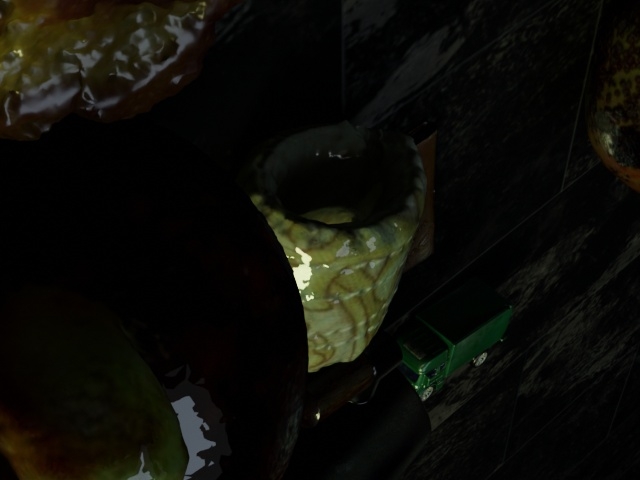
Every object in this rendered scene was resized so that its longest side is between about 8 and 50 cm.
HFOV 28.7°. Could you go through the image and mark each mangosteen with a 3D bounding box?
[{"bbox_3d":[-0.141,0.066,0.652,0.288,0.288,0.288,-35,150,-24],"label":"mangosteen"}]

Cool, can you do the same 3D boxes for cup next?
[{"bbox_3d":[0.008,0.185,1.113,0.177,0.166,0.239,-39,-175,-25],"label":"cup"}]

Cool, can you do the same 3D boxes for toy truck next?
[{"bbox_3d":[0.134,0.112,1.349,0.147,0.065,0.079,-30,145,-32],"label":"toy truck"}]

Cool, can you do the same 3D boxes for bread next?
[{"bbox_3d":[-0.128,-0.150,0.554,0.246,0.135,0.232,2,128,-56],"label":"bread"}]

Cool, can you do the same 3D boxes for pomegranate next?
[{"bbox_3d":[0.393,-0.117,1.128,0.284,0.341,0.285,-3,119,-5],"label":"pomegranate"}]

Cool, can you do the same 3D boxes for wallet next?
[{"bbox_3d":[0.070,-0.023,1.126,0.095,0.026,0.176,-34,149,-22],"label":"wallet"}]

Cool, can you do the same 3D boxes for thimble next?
[{"bbox_3d":[0.000,0.000,0.939,0.190,0.137,0.144,-40,153,-48],"label":"thimble"}]
